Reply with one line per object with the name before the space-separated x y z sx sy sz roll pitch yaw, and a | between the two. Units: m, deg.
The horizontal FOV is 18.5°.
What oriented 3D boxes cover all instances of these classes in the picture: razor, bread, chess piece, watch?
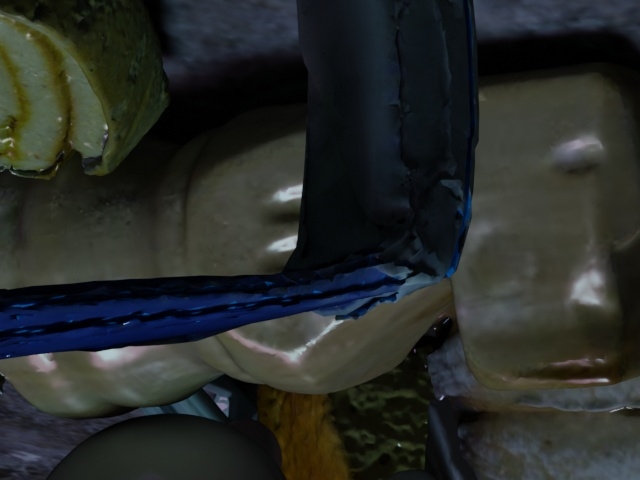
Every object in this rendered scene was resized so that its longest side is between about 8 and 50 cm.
razor | -0.058 0.129 1.196 0.111 0.056 0.278 47 170 17
bread | -0.124 -0.080 0.751 0.117 0.064 0.156 12 158 15
bread | 0.085 0.142 1.038 0.260 0.134 0.129 14 155 0
chess piece | 0.000 0.000 0.799 0.300 0.137 0.137 -8 148 34
watch | -0.076 -0.100 0.586 0.274 0.276 0.068 -2 174 -35

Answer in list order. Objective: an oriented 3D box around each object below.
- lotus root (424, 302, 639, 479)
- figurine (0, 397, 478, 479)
lotus root | 0.184 0.020 0.757 0.329 0.167 0.078 -9 -169 42
figurine | -0.023 0.145 0.871 0.256 0.182 0.144 -2 153 -11
